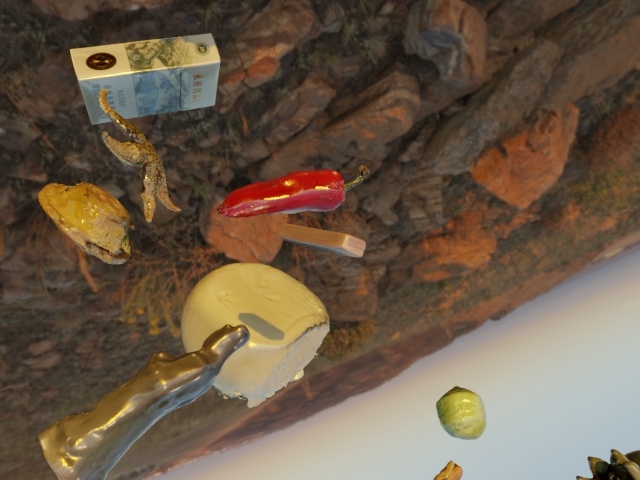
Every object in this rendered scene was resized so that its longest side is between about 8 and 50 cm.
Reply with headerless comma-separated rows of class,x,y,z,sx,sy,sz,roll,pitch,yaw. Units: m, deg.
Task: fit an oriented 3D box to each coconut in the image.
coconut,0.248,0.301,0.920,0.088,0.096,0.087,0,136,0

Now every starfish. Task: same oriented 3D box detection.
starfish,-0.278,-0.128,0.778,0.053,0.208,0.176,-29,176,5

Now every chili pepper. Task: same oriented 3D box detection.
chili pepper,-0.058,-0.111,1.252,0.388,0.110,0.110,-9,160,-18

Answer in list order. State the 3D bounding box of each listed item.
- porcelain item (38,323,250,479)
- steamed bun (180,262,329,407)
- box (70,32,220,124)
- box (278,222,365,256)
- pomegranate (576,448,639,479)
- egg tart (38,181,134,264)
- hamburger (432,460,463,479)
porcelain item,-0.163,0.152,0.525,0.216,0.069,0.081,-36,146,-16
steamed bun,-0.167,0.214,1.232,0.334,0.312,0.233,-12,132,-50
box,-0.334,-0.314,1.025,0.257,0.069,0.164,-15,168,-19
box,0.000,0.000,0.669,0.115,0.025,0.048,10,175,39
pomegranate,0.623,0.487,0.895,0.216,0.358,0.309,-33,-161,40
egg tart,-0.503,-0.050,1.159,0.106,0.241,0.241,-42,162,1
hamburger,0.284,0.538,1.174,0.083,0.044,0.076,-30,146,-36
